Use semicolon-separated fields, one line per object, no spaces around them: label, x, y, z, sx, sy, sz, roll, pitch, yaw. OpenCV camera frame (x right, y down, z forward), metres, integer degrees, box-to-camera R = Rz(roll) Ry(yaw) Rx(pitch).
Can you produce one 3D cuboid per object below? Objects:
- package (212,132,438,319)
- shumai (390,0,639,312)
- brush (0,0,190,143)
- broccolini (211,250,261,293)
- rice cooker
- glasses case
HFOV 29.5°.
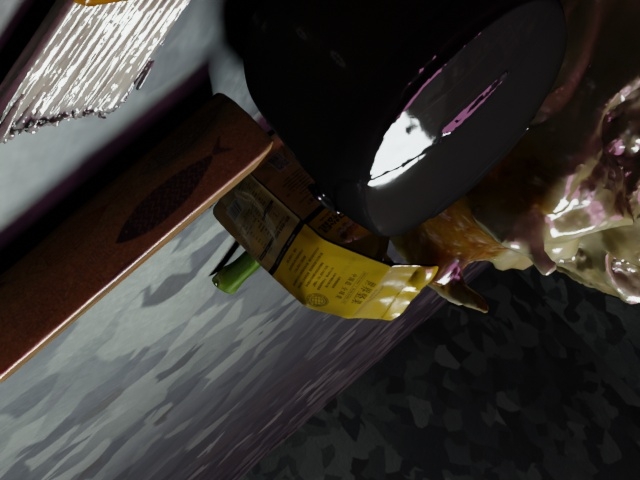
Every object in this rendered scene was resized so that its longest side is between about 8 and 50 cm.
package;0.000;0.000;0.728;0.047;0.131;0.071;-43;175;-38
shumai;0.136;-0.098;0.839;0.262;0.267;0.314;-5;120;-26
brush;-0.010;-0.150;0.384;0.314;0.017;0.090;-49;172;26
broccolini;-0.020;-0.028;0.814;0.054;0.051;0.239;12;147;-23
rice cooker;0.038;-0.080;0.568;0.142;0.118;0.203;-43;170;-5
glasses case;-0.101;-0.001;0.577;0.170;0.041;0.064;-42;-178;-12
